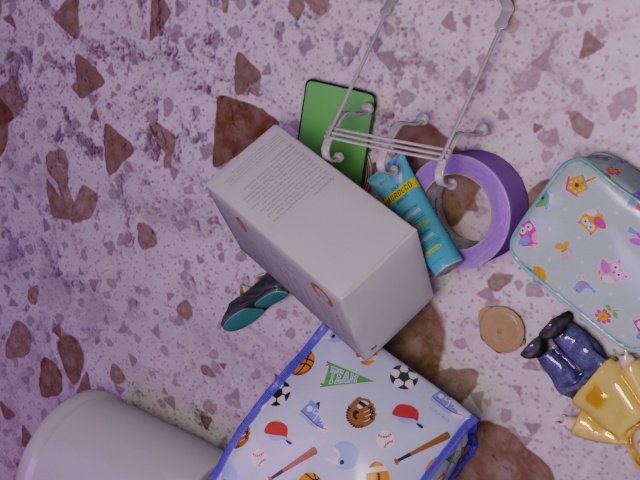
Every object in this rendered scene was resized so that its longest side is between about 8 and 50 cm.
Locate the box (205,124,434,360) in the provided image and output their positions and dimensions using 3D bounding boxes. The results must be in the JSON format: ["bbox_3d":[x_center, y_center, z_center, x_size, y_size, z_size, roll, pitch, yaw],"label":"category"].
[{"bbox_3d":[0.000,0.000,1.553,0.345,0.168,0.215,40,165,32],"label":"box"}]

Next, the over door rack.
[{"bbox_3d":[0.162,-0.252,1.500,0.239,0.108,0.324,15,84,32],"label":"over door rack"}]

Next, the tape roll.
[{"bbox_3d":[0.239,-0.052,1.528,0.189,0.080,0.189,8,105,32],"label":"tape roll"}]

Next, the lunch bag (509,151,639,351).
[{"bbox_3d":[0.433,0.016,1.392,0.279,0.107,0.224,43,126,21],"label":"lunch bag"}]

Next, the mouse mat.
[{"bbox_3d":[0.023,-0.185,1.674,0.152,0.007,0.190,19,109,30],"label":"mouse mat"}]

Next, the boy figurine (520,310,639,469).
[{"bbox_3d":[0.442,0.251,1.449,0.285,0.092,0.177,50,120,19],"label":"boy figurine"}]

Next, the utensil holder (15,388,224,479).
[{"bbox_3d":[-0.379,0.528,1.940,0.385,0.327,0.328,17,110,28],"label":"utensil holder"}]

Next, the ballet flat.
[{"bbox_3d":[-0.129,0.112,1.833,0.203,0.074,0.074,-37,79,41],"label":"ballet flat"}]

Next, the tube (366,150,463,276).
[{"bbox_3d":[0.157,-0.040,1.514,0.080,0.052,0.207,-38,71,21],"label":"tube"}]

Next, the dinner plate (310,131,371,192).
[{"bbox_3d":[0.035,-0.128,1.691,0.141,0.017,0.141,9,106,33],"label":"dinner plate"}]

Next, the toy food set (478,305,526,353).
[{"bbox_3d":[0.304,0.150,1.563,0.083,0.020,0.083,-8,96,35],"label":"toy food set"}]

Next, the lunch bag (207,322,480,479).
[{"bbox_3d":[0.032,0.384,1.586,0.327,0.239,0.385,33,72,24],"label":"lunch bag"}]
